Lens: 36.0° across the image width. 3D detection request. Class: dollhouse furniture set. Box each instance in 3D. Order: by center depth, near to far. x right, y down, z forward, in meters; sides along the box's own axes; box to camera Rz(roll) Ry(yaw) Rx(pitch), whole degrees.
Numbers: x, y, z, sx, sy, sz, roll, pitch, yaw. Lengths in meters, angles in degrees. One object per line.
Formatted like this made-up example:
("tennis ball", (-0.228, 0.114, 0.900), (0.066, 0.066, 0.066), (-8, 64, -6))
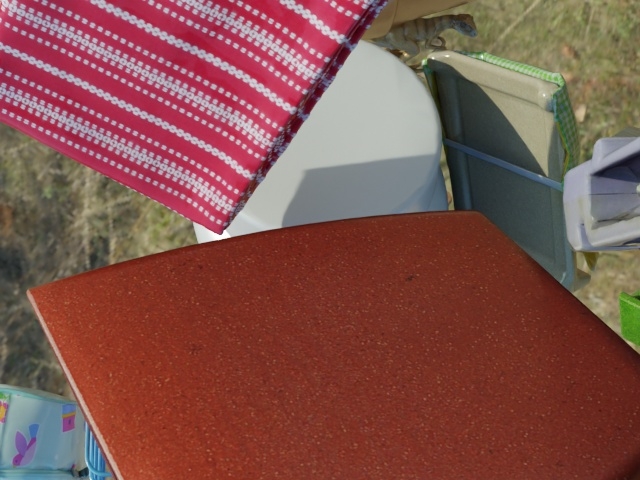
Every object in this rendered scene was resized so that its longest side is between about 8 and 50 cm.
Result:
("dollhouse furniture set", (0.242, -0.057, 0.789), (0.301, 0.151, 0.198), (33, 143, 49))

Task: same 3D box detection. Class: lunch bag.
("lunch bag", (-0.381, 0.217, 1.056), (0.279, 0.108, 0.224), (4, 162, -1))

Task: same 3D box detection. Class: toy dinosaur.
("toy dinosaur", (0.099, -0.269, 1.306), (0.211, 0.064, 0.112), (-9, 149, 4))

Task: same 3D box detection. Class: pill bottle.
("pill bottle", (0.000, 0.000, 0.922), (0.224, 0.224, 0.392), (18, 156, 8))

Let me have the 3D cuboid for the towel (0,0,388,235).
("towel", (-0.083, -0.132, 0.582), (0.198, 0.031, 0.275), (28, 128, -13))

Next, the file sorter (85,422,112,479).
("file sorter", (-0.160, 0.197, 0.924), (0.104, 0.118, 0.170), (-1, 145, -7))

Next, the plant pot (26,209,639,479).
("plant pot", (0.037, 0.140, 0.506), (0.267, 0.235, 0.267), (49, 157, 42))

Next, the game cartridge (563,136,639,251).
("game cartridge", (0.247, -0.035, 0.367), (0.230, 0.068, 0.355), (-6, 176, -1))

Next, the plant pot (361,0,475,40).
("plant pot", (0.110, -0.392, 1.192), (0.203, 0.291, 0.291), (-5, 141, -5))

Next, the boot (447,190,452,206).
("boot", (0.121, -0.012, 1.268), (0.118, 0.042, 0.087), (-25, 147, 3))
